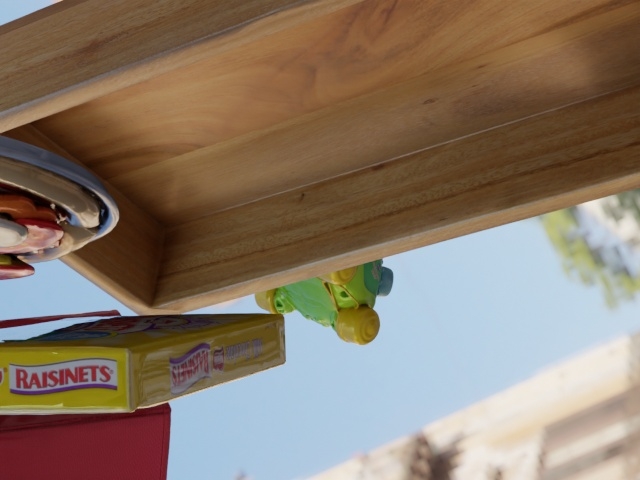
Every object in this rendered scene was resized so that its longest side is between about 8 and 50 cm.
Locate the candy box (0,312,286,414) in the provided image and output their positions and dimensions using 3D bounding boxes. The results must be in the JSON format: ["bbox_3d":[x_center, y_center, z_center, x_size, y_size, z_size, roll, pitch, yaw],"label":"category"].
[{"bbox_3d":[-0.088,0.046,0.749,0.206,0.105,0.027,-4,-85,-77],"label":"candy box"}]

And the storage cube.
[{"bbox_3d":[-0.255,0.189,1.737,0.183,0.193,0.215,-127,37,-54],"label":"storage cube"}]

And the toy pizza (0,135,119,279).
[{"bbox_3d":[-0.185,-0.010,0.813,0.201,0.201,0.032,28,-119,-58],"label":"toy pizza"}]

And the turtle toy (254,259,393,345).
[{"bbox_3d":[0.000,0.000,1.181,0.066,0.095,0.130,-43,-48,-29],"label":"turtle toy"}]

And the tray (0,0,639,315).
[{"bbox_3d":[0.008,-0.075,0.994,0.203,0.411,0.076,39,-134,-41],"label":"tray"}]
